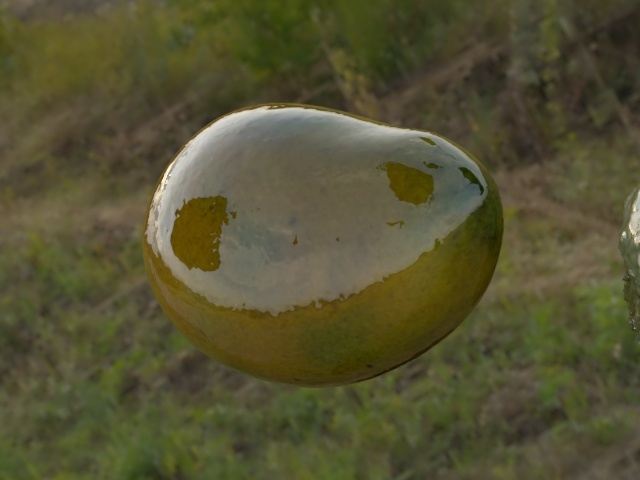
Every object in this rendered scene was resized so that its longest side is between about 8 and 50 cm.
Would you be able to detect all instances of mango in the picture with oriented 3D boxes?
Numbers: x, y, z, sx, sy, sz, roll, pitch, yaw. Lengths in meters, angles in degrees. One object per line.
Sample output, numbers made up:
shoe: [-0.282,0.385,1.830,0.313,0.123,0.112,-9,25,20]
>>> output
mango: [-0.001,0.004,0.658,0.089,0.111,0.163,-15,24,-42]

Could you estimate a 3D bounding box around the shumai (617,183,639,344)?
shumai: [0.253,0.039,0.741,0.222,0.261,0.225,-25,56,7]
